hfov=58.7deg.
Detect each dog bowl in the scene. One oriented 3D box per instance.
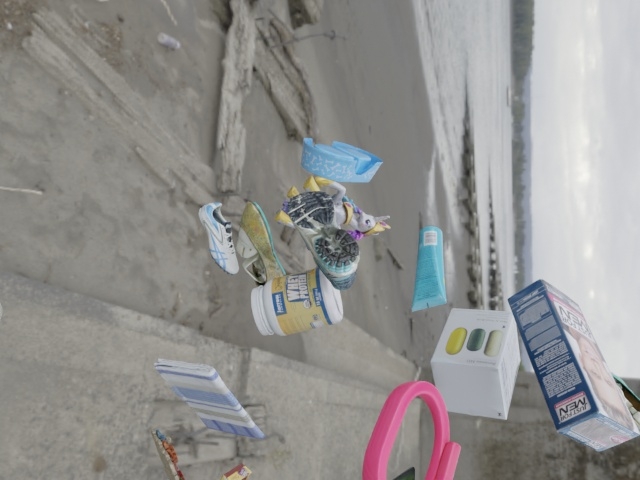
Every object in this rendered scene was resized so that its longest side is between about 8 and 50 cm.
[{"bbox_3d":[0.058,-0.225,1.636,0.297,0.166,0.074,-9,124,-55],"label":"dog bowl"}]

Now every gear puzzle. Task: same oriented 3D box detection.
[{"bbox_3d":[-0.368,0.609,1.486,0.044,0.339,0.175,-21,104,-25],"label":"gear puzzle"}]

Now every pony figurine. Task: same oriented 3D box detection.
[{"bbox_3d":[0.025,-0.051,2.060,0.363,0.351,0.303,31,35,-21],"label":"pony figurine"}]

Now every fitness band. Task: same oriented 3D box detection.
[{"bbox_3d":[0.182,0.419,1.123,0.209,0.054,0.291,47,50,-21],"label":"fitness band"}]

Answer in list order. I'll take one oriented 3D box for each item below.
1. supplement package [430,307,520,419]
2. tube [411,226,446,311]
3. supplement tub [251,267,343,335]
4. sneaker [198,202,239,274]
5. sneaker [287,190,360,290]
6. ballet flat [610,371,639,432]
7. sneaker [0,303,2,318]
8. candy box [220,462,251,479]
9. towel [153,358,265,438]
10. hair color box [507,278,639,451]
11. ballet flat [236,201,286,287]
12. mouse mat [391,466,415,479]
[{"bbox_3d":[0.475,0.364,1.721,0.262,0.199,0.198,-50,132,-49],"label":"supplement package"},{"bbox_3d":[0.240,0.061,1.252,0.052,0.080,0.207,41,42,-30],"label":"tube"},{"bbox_3d":[-0.056,0.153,1.400,0.144,0.200,0.144,-14,90,-82],"label":"supplement tub"},{"bbox_3d":[-0.306,-0.006,1.782,0.237,0.086,0.085,68,22,0],"label":"sneaker"},{"bbox_3d":[0.000,0.000,1.288,0.122,0.110,0.283,85,-15,-45],"label":"sneaker"},{"bbox_3d":[0.865,0.469,1.590,0.087,0.083,0.247,17,28,-53],"label":"ballet flat"},{"bbox_3d":[-0.658,0.116,0.981,0.350,0.148,0.131,-52,-164,50],"label":"sneaker"},{"bbox_3d":[-0.307,0.817,1.829,0.186,0.053,0.109,-61,159,12],"label":"candy box"},{"bbox_3d":[-0.280,0.405,1.456,0.034,0.209,0.285,-59,134,-39],"label":"towel"},{"bbox_3d":[0.558,0.271,1.279,0.174,0.105,0.347,29,37,-30],"label":"hair color box"},{"bbox_3d":[-0.190,0.032,1.692,0.348,0.123,0.123,76,22,-52],"label":"ballet flat"},{"bbox_3d":[0.119,0.537,1.095,0.190,0.007,0.152,-17,113,-39],"label":"mouse mat"}]
